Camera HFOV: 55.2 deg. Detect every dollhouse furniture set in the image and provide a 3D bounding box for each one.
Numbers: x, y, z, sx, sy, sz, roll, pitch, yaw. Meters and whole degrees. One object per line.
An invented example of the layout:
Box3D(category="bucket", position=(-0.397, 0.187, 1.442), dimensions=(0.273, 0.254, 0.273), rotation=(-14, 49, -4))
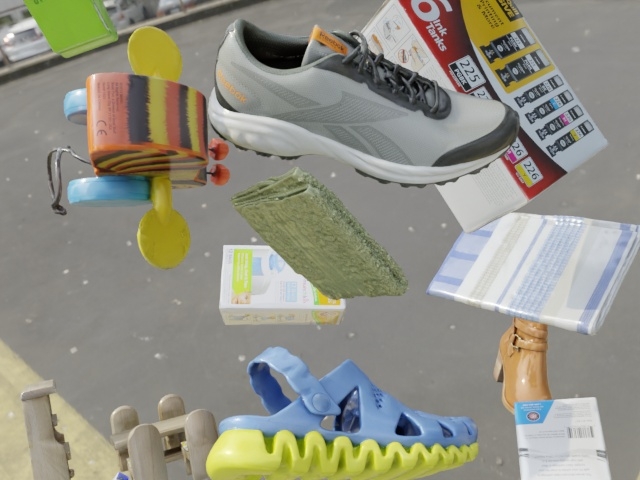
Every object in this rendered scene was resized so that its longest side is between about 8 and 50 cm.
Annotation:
Box3D(category="dollhouse furniture set", position=(-0.285, 0.264, 0.882), dimensions=(0.242, 0.160, 0.212), rotation=(-9, -4, -25))

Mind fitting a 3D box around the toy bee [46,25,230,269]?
Box3D(category="toy bee", position=(-0.147, -0.090, 0.553), dimensions=(0.162, 0.195, 0.298), rotation=(-3, 19, -28))

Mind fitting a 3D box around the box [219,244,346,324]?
Box3D(category="box", position=(-0.062, 0.078, 1.037), dimensions=(0.203, 0.103, 0.114), rotation=(1, 68, -3))

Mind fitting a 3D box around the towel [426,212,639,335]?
Box3D(category="towel", position=(0.333, 0.038, 0.971), dimensions=(0.285, 0.034, 0.209), rotation=(11, 54, 44))

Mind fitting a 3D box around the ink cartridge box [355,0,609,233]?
Box3D(category="ink cartridge box", position=(0.240, -0.213, 0.860), dimensions=(0.272, 0.309, 0.130), rotation=(-31, -3, -32))

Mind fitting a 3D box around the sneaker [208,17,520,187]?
Box3D(category="sneaker", position=(0.037, -0.120, 0.521), dimensions=(0.272, 0.108, 0.100), rotation=(9, 44, 0))

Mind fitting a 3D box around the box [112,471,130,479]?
Box3D(category="box", position=(-0.404, 0.499, 1.147), dimensions=(0.136, 0.028, 0.081), rotation=(-55, 11, 16))

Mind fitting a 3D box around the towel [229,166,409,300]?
Box3D(category="towel", position=(0.000, 0.000, 0.521), dimensions=(0.110, 0.148, 0.027), rotation=(-10, 42, 51))

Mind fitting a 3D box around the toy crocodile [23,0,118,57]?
Box3D(category="toy crocodile", position=(-0.291, -0.324, 0.539), dimensions=(0.115, 0.340, 0.105), rotation=(-21, 38, 8))

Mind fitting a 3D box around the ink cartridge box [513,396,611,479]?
Box3D(category="ink cartridge box", position=(0.440, 0.399, 1.109), dimensions=(0.148, 0.086, 0.203), rotation=(-9, 53, 21))

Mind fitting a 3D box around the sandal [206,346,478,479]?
Box3D(category="sandal", position=(0.037, 0.192, 0.672), dimensions=(0.318, 0.126, 0.138), rotation=(12, 56, -25))

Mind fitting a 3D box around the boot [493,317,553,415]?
Box3D(category="boot", position=(0.487, 0.269, 1.382), dimensions=(0.109, 0.220, 0.283), rotation=(13, 18, -3))
